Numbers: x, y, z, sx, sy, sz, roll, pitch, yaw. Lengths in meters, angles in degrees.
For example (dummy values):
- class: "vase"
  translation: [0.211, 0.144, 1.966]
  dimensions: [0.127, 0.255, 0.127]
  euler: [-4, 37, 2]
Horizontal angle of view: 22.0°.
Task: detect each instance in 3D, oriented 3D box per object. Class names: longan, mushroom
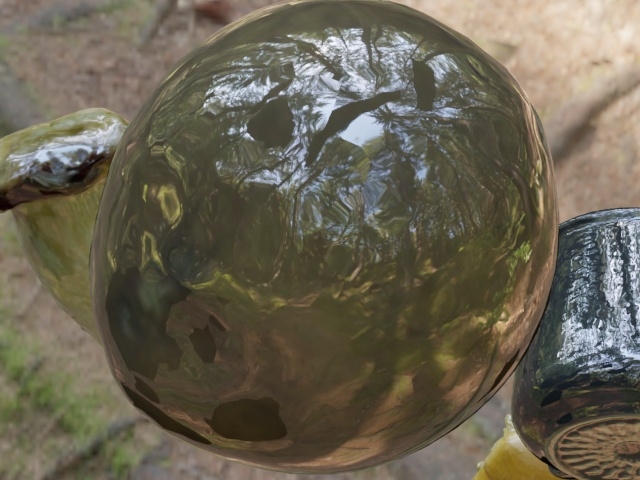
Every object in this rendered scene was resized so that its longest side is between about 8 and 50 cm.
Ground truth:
- class: "longan"
  translation: [0.000, 0.000, 0.603]
  dimensions: [0.167, 0.187, 0.167]
  euler: [45, 22, -24]
- class: "mushroom"
  translation: [-0.115, 0.024, 1.042]
  dimensions: [0.100, 0.312, 0.081]
  euler: [-15, 57, 9]

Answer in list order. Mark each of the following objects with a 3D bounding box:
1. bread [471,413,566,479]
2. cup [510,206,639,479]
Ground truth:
- class: "bread"
  translation: [0.211, 0.264, 1.506]
  dimensions: [0.174, 0.245, 0.121]
  euler: [27, 34, 12]
- class: "cup"
  translation: [0.214, 0.089, 1.208]
  dimensions: [0.169, 0.223, 0.176]
  euler: [10, 58, -12]
